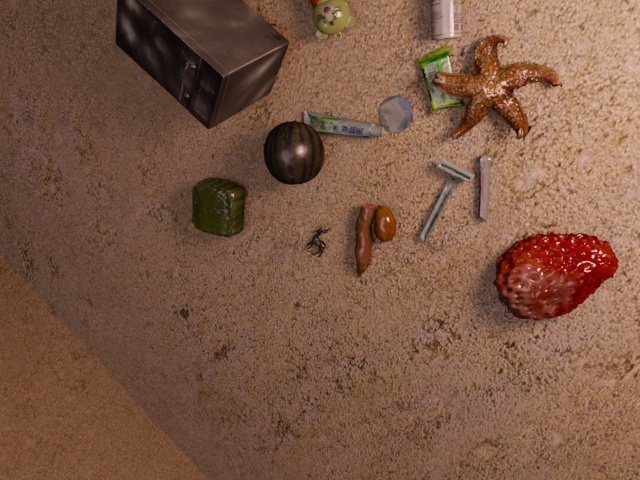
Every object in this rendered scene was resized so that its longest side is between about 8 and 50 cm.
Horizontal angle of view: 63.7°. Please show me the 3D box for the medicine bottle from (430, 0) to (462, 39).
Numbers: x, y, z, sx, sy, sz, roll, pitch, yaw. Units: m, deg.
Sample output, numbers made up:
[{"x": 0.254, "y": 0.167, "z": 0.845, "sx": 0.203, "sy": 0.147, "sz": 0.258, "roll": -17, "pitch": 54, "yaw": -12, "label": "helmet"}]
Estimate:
[{"x": 0.347, "y": -0.653, "z": 1.422, "sx": 0.086, "sy": 0.086, "sz": 0.183, "roll": 3, "pitch": 109, "yaw": 27, "label": "medicine bottle"}]

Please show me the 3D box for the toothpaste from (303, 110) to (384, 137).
[{"x": 0.070, "y": -0.375, "z": 1.693, "sx": 0.297, "sy": 0.048, "sz": 0.074, "roll": 15, "pitch": 115, "yaw": 28, "label": "toothpaste"}]

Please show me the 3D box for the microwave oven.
[{"x": -0.374, "y": -0.635, "z": 1.643, "sx": 0.432, "sy": 0.374, "sz": 0.236, "roll": 44, "pitch": 145, "yaw": 5, "label": "microwave oven"}]

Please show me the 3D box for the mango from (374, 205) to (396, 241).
[{"x": 0.214, "y": -0.055, "z": 1.720, "sx": 0.077, "sy": 0.063, "sz": 0.127, "roll": -2, "pitch": 106, "yaw": 19, "label": "mango"}]

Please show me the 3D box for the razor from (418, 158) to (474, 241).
[{"x": 0.378, "y": -0.115, "z": 1.628, "sx": 0.111, "sy": 0.056, "sz": 0.277, "roll": 31, "pitch": 127, "yaw": 16, "label": "razor"}]

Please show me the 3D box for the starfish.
[{"x": 0.474, "y": -0.400, "z": 1.428, "sx": 0.312, "sy": 0.113, "sz": 0.303, "roll": -42, "pitch": 85, "yaw": 24, "label": "starfish"}]

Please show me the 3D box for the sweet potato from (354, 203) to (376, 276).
[{"x": 0.147, "y": 0.011, "z": 1.780, "sx": 0.067, "sy": 0.059, "sz": 0.281, "roll": 27, "pitch": 120, "yaw": 49, "label": "sweet potato"}]

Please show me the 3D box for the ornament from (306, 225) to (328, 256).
[{"x": 0.000, "y": 0.000, "z": 1.877, "sx": 0.073, "sy": 0.028, "sz": 0.125, "roll": 43, "pitch": 123, "yaw": 9, "label": "ornament"}]

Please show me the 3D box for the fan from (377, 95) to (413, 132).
[{"x": 0.214, "y": -0.383, "z": 1.637, "sx": 0.175, "sy": 0.005, "sz": 0.113, "roll": -33, "pitch": 90, "yaw": 32, "label": "fan"}]

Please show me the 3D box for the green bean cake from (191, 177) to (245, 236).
[{"x": -0.391, "y": -0.126, "z": 1.985, "sx": 0.200, "sy": 0.113, "sz": 0.214, "roll": 14, "pitch": 113, "yaw": 24, "label": "green bean cake"}]

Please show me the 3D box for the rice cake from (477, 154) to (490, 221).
[{"x": 0.494, "y": -0.157, "z": 1.557, "sx": 0.033, "sy": 0.033, "sz": 0.207, "roll": 2, "pitch": 110, "yaw": 17, "label": "rice cake"}]

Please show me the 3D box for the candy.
[{"x": 0.355, "y": -0.468, "z": 1.517, "sx": 0.102, "sy": 0.032, "sz": 0.178, "roll": -13, "pitch": 101, "yaw": 28, "label": "candy"}]

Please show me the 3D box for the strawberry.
[{"x": 0.674, "y": 0.107, "z": 1.490, "sx": 0.336, "sy": 0.149, "sz": 0.265, "roll": -27, "pitch": 93, "yaw": 31, "label": "strawberry"}]

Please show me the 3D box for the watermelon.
[{"x": -0.089, "y": -0.292, "z": 1.712, "sx": 0.212, "sy": 0.212, "sz": 0.212, "roll": 10, "pitch": 112, "yaw": 25, "label": "watermelon"}]

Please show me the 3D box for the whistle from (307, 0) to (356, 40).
[{"x": 0.014, "y": -0.745, "z": 1.552, "sx": 0.131, "sy": 0.106, "sz": 0.288, "roll": -14, "pitch": 101, "yaw": 24, "label": "whistle"}]
